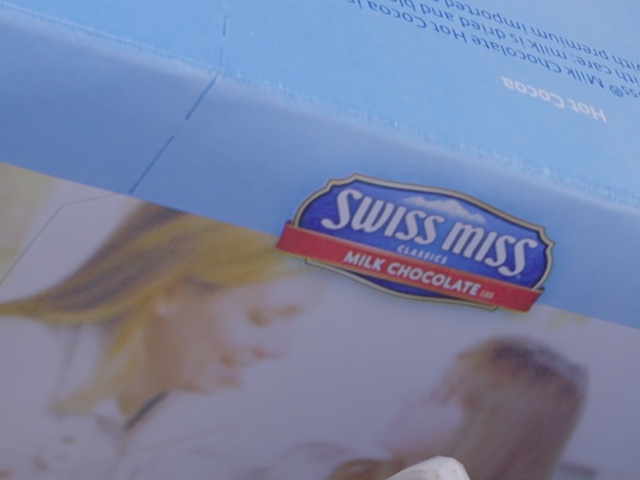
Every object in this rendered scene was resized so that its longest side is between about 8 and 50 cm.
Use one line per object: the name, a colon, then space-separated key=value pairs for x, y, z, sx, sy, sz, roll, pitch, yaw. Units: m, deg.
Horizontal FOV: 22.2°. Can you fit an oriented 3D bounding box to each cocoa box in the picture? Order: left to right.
cocoa box: x=0.000 y=0.000 z=0.515 sx=0.347 sy=0.231 sz=0.228 roll=14 pitch=35 yaw=-27

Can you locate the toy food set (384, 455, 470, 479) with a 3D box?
toy food set: x=-0.129 y=0.135 z=0.298 sx=0.306 sy=0.220 sz=0.092 roll=-18 pitch=71 yaw=-40
